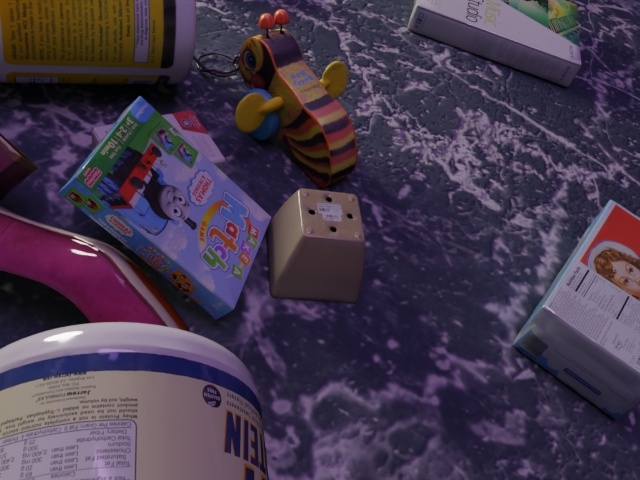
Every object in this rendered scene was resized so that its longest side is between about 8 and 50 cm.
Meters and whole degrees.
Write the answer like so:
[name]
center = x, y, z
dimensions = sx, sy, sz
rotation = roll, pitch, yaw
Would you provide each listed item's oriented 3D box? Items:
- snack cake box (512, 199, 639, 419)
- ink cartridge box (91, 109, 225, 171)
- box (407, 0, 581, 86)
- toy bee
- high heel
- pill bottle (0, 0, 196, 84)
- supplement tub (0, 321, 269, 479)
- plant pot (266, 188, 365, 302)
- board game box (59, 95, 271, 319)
[snack cake box]
center = 0.377, 0.078, 0.904
dimensions = 0.152, 0.089, 0.264
rotation = 36, 49, 15
[ink cartridge box]
center = -0.203, -0.101, 0.874
dimensions = 0.135, 0.056, 0.099
rotation = -17, 58, -31
[box]
center = 0.337, -0.429, 1.343
dimensions = 0.321, 0.058, 0.232
rotation = 19, 48, -4
[toy bee]
center = -0.062, -0.215, 0.953
dimensions = 0.298, 0.162, 0.195
rotation = 29, 49, 6
[high heel]
center = -0.289, 0.055, 0.711
dimensions = 0.377, 0.127, 0.181
rotation = 43, 82, 11
[pill bottle]
center = -0.342, -0.298, 0.905
dimensions = 0.333, 0.188, 0.188
rotation = -4, 53, -23
[supplement tub]
center = -0.144, 0.246, 0.478
dimensions = 0.235, 0.235, 0.325
rotation = 3, 51, -17
[plant pot]
center = 0.000, 0.000, 0.833
dimensions = 0.108, 0.096, 0.109
rotation = 5, 50, -15
[board game box]
center = -0.158, -0.038, 0.776
dimensions = 0.211, 0.039, 0.160
rotation = 44, 37, -23
